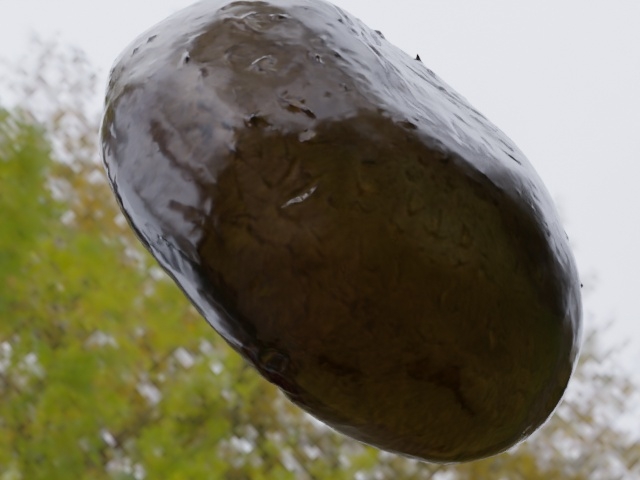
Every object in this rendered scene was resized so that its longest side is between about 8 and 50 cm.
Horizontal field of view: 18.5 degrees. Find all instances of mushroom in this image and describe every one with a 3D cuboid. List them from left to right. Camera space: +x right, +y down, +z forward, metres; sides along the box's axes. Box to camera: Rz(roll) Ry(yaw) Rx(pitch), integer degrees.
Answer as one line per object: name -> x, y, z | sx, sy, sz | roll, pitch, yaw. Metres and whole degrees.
mushroom -> 0.014, -0.019, 1.236 | 0.345, 0.345, 0.239 | 14, -81, -46
